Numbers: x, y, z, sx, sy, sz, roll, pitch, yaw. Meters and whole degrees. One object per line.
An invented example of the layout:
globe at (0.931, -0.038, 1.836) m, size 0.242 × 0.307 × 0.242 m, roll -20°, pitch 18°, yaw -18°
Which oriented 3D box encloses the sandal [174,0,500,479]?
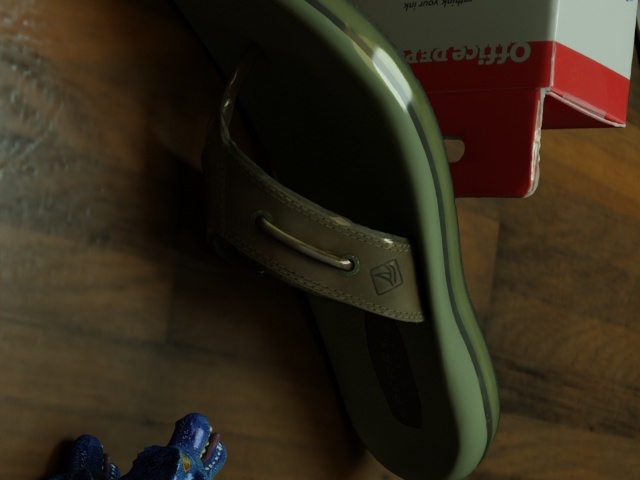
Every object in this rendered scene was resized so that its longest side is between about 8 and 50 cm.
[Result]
sandal at (0.001, 0.001, 0.705) m, size 0.086 × 0.120 × 0.303 m, roll -35°, pitch 118°, yaw -28°

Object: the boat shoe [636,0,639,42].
boat shoe at (0.283, -0.074, 1.038) m, size 0.098 × 0.096 × 0.277 m, roll -40°, pitch 120°, yaw -41°

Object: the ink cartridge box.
ink cartridge box at (0.082, -0.128, 0.776) m, size 0.078 × 0.134 × 0.231 m, roll 15°, pitch 80°, yaw -49°

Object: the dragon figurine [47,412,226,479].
dragon figurine at (-0.076, 0.218, 0.632) m, size 0.144 × 0.085 × 0.289 m, roll 32°, pitch 63°, yaw -43°
